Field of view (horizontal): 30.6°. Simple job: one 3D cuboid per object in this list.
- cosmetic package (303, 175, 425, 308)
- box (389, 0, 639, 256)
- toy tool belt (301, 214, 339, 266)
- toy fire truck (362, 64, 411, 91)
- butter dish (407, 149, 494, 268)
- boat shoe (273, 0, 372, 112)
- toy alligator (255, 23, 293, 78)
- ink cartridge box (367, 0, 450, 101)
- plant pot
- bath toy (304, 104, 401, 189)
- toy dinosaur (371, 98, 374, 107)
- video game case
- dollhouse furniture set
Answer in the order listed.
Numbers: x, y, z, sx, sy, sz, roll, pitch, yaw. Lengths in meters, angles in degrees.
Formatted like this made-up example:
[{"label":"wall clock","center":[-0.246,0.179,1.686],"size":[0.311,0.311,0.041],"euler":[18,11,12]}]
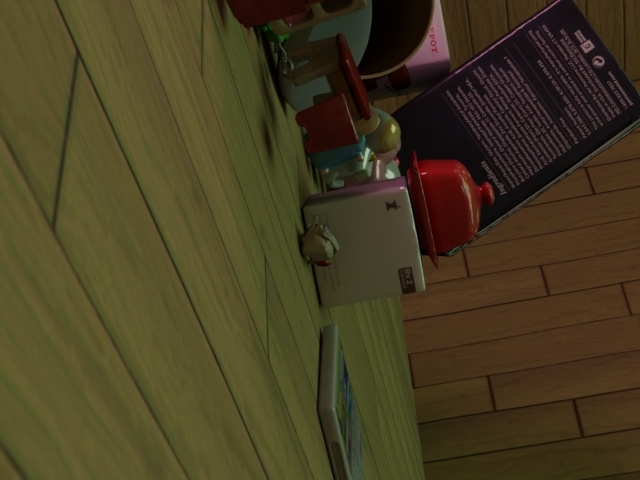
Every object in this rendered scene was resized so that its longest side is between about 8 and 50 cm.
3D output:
[{"label":"cosmetic package","center":[0.067,-0.001,1.706],"size":[0.184,0.151,0.151],"euler":[-61,139,-81]},{"label":"box","center":[0.342,-0.211,2.373],"size":[0.297,0.471,0.480],"euler":[54,-1,0]},{"label":"toy tool belt","center":[0.000,0.000,1.565],"size":[0.083,0.052,0.051],"euler":[64,25,-71]},{"label":"toy fire truck","center":[0.053,-0.391,2.259],"size":[0.302,0.169,0.254],"euler":[-40,108,-84]},{"label":"butter dish","center":[0.193,-0.057,1.694],"size":[0.160,0.118,0.160],"euler":[-78,155,-78]},{"label":"boat shoe","center":[-0.025,-0.343,1.556],"size":[0.156,0.135,0.367],"euler":[51,-25,29]},{"label":"toy alligator","center":[-0.066,-0.290,1.478],"size":[0.051,0.056,0.190],"euler":[-26,121,-38]},{"label":"ink cartridge box","center":[0.138,-0.430,2.555],"size":[0.197,0.270,0.198],"euler":[52,29,-78]},{"label":"plant pot","center":[0.039,-0.365,1.873],"size":[0.254,0.237,0.237],"euler":[-166,-115,-81]},{"label":"bath toy","center":[0.071,-0.151,1.974],"size":[0.348,0.151,0.129],"euler":[44,30,-73]},{"label":"toy dinosaur","center":[0.056,-0.206,2.150],"size":[0.183,0.053,0.093],"euler":[-21,137,-52]},{"label":"video game case","center":[0.028,0.245,1.546],"size":[0.212,0.023,0.193],"euler":[-85,164,-65]},{"label":"dollhouse furniture set","center":[0.006,-0.259,1.345],"size":[0.201,0.152,0.374],"euler":[-94,163,-47]}]
